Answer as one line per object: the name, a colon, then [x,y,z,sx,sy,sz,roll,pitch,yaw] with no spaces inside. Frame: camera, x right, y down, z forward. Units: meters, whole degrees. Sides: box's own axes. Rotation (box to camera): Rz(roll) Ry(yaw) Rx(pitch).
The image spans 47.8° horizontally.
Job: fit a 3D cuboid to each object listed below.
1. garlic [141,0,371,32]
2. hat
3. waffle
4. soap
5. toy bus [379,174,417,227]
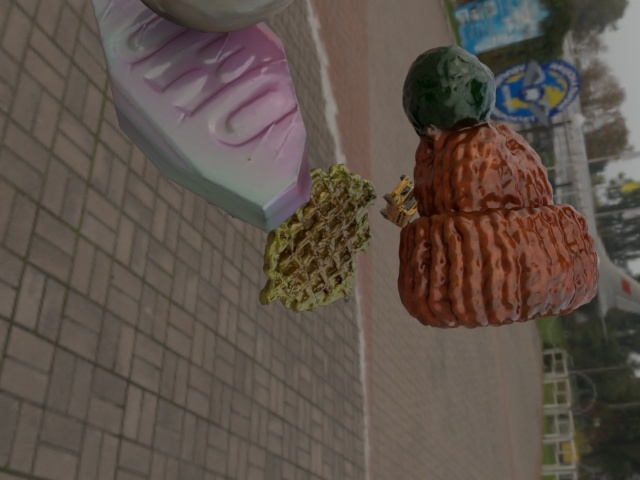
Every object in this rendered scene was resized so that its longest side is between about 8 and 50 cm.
garlic: [-0.093,-0.270,0.727,0.267,0.149,0.128,17,83,-36]
hat: [0.225,-0.069,1.061,0.285,0.286,0.399,20,57,-69]
waffle: [-0.001,-0.001,1.158,0.245,0.052,0.254,-3,112,-49]
soap: [-0.128,-0.166,0.824,0.324,0.193,0.109,48,-15,9]
toy bus: [0.185,-0.084,1.624,0.069,0.074,0.162,-50,171,-11]
